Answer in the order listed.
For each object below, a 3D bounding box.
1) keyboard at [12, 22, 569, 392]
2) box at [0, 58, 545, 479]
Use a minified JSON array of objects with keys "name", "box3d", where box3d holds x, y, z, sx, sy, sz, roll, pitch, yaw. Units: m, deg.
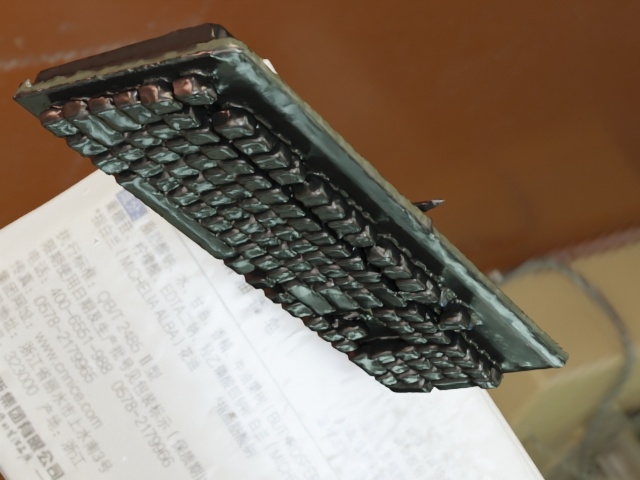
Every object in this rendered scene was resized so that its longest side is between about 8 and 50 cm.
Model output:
[{"name":"keyboard","box3d":[0.000,0.000,0.599,0.093,0.025,0.230,-10,148,32]},{"name":"box","box3d":[-0.036,0.084,0.836,0.203,0.274,0.116,-34,-179,-2]}]
